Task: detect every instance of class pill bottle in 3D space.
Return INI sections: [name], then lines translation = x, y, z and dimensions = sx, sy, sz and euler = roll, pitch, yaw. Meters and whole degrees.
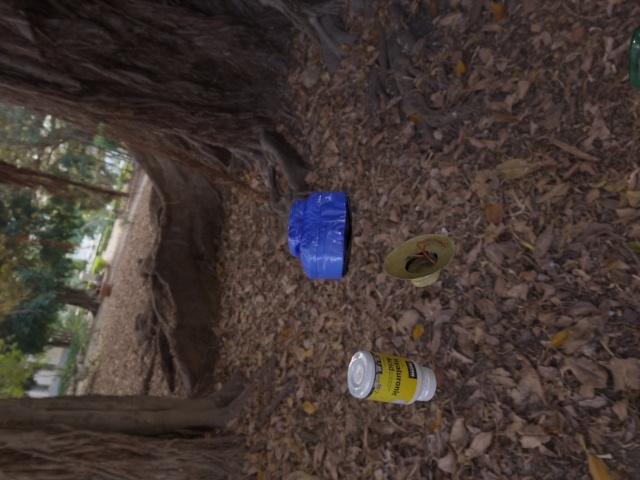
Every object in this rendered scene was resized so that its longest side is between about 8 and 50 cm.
[pill bottle]
translation = 0.102, 0.196, 0.611
dimensions = 0.065, 0.116, 0.065
euler = -49, 33, 48

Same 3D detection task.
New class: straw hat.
[straw hat]
translation = 0.197, 0.052, 0.826
dimensions = 0.144, 0.061, 0.144
euler = -19, 27, 10

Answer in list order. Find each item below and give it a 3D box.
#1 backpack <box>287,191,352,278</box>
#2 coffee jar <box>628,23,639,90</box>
[backpack]
translation = 0.000, 0.000, 0.662
dimensions = 0.098, 0.101, 0.120
euler = 77, -170, -65
[coffee jar]
translation = 0.423, -0.182, 0.441
dimensions = 0.079, 0.096, 0.184
euler = -32, 38, 1
